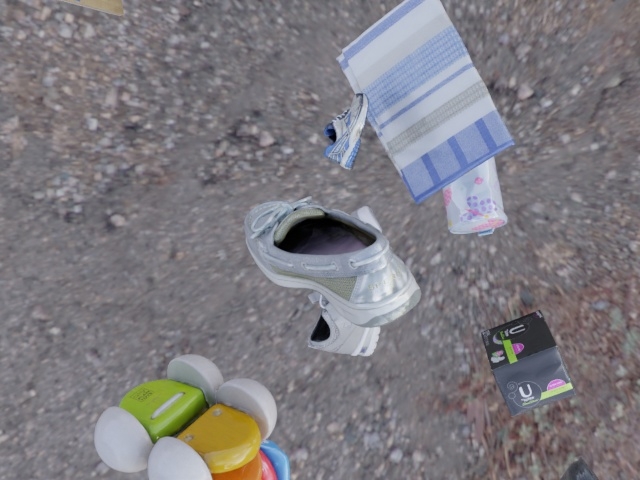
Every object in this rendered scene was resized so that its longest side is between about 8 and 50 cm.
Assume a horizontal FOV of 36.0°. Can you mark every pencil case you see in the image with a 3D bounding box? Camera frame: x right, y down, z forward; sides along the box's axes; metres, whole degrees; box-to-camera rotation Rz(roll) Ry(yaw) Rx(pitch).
[{"bbox_3d":[0.273,-0.147,1.844,0.113,0.124,0.273,-11,77,10],"label":"pencil case"}]

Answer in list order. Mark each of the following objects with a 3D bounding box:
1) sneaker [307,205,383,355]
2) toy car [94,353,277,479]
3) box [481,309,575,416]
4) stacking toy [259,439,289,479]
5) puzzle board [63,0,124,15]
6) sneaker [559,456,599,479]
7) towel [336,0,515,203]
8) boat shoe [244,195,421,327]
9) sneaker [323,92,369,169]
[{"bbox_3d":[0.041,0.076,1.522,0.115,0.105,0.281,-4,125,-14],"label":"sneaker"},{"bbox_3d":[-0.140,0.221,1.062,0.182,0.159,0.136,19,130,32],"label":"toy car"},{"bbox_3d":[0.185,0.109,0.886,0.062,0.083,0.052,-23,105,9],"label":"box"},{"bbox_3d":[-0.198,0.461,1.737,0.175,0.302,0.166,8,100,29],"label":"stacking toy"},{"bbox_3d":[-0.188,-0.222,0.736,0.011,0.128,0.096,-10,94,16],"label":"puzzle board"},{"bbox_3d":[0.422,0.483,1.682,0.146,0.330,0.122,-24,53,-5],"label":"sneaker"},{"bbox_3d":[0.157,-0.223,1.518,0.209,0.034,0.285,-34,79,38],"label":"towel"},{"bbox_3d":[-0.001,0.002,1.176,0.118,0.320,0.103,-31,120,-16],"label":"boat shoe"},{"bbox_3d":[0.037,-0.173,1.488,0.058,0.052,0.135,15,59,-1],"label":"sneaker"}]
